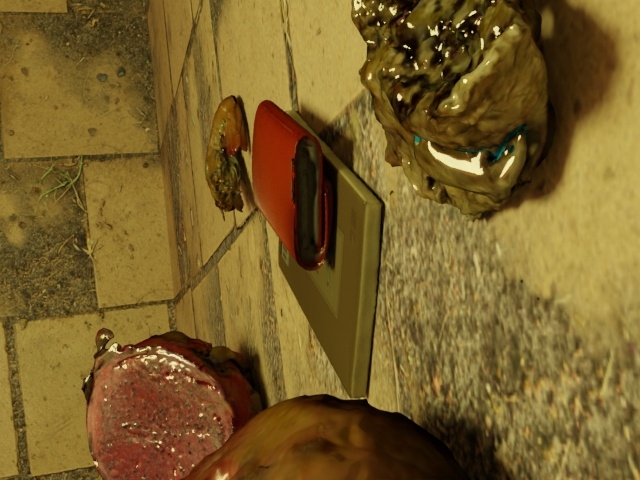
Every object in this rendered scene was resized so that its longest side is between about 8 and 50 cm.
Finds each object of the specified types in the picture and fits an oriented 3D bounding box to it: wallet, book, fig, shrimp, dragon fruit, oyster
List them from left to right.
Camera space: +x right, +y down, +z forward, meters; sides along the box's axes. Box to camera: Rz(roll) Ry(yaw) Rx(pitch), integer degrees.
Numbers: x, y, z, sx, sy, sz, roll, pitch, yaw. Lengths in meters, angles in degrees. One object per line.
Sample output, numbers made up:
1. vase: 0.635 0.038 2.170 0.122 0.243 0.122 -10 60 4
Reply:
1. dragon fruit: -0.222 0.285 1.387 0.263 0.296 0.314 1 -100 -72
2. shrimp: -0.151 -0.135 1.313 0.150 0.068 0.249 111 155 -46
3. wallet: -0.035 -0.068 0.887 0.204 0.045 0.142 -130 37 -65
4. book: 0.000 0.000 0.900 0.310 0.021 0.217 -125 34 -60
5. fig: 0.023 0.311 0.583 0.369 0.286 0.286 60 165 -7
6. oyster: 0.073 -0.101 0.525 0.223 0.083 0.214 95 165 -50
